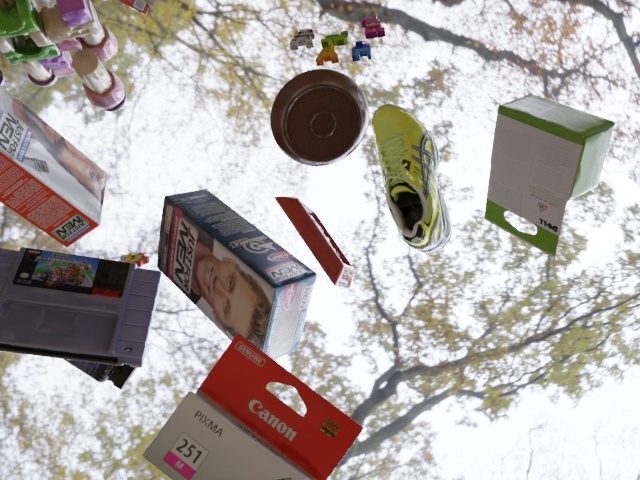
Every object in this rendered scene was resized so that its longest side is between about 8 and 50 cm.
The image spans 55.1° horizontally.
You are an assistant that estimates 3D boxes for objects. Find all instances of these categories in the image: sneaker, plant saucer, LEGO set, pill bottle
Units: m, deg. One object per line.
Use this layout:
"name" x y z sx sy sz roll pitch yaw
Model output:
"sneaker" 0.210 -0.161 1.454 0.145 0.147 0.385 -25 -107 24
"plant saucer" 0.000 0.000 1.546 0.047 0.258 0.259 -36 -101 5
"plant saucer" 0.002 -0.197 1.015 0.168 0.168 0.029 -54 -157 18
"LEGO set" 0.047 -0.487 1.487 0.227 0.087 0.093 -4 -126 10
"pill bottle" -0.602 0.304 1.653 0.219 0.123 0.123 35 -72 -4

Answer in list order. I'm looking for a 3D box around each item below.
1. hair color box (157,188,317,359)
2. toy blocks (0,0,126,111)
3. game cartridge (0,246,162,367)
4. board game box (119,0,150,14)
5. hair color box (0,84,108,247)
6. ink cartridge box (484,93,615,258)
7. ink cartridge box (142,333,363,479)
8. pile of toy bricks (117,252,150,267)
"hair color box" -0.172 0.057 1.160 0.347 0.105 0.174 35 -55 34
"toy blocks" -0.501 -0.347 1.075 0.288 0.260 0.309 -14 -97 -5
"game cartridge" -0.523 0.130 1.259 0.068 0.354 0.230 112 -16 -52
"board game box" -0.495 -0.583 1.394 0.281 0.145 0.027 43 -71 48
"hair color box" -0.297 -0.080 0.615 0.053 0.167 0.093 -30 -138 15
"ink cartridge box" 0.425 -0.125 1.177 0.188 0.097 0.256 37 -40 42
"ink cartridge box" -0.104 0.327 0.994 0.275 0.060 0.239 35 -95 6
"pile of toy bricks" -0.483 0.119 1.579 0.104 0.212 0.118 -3 -64 3
